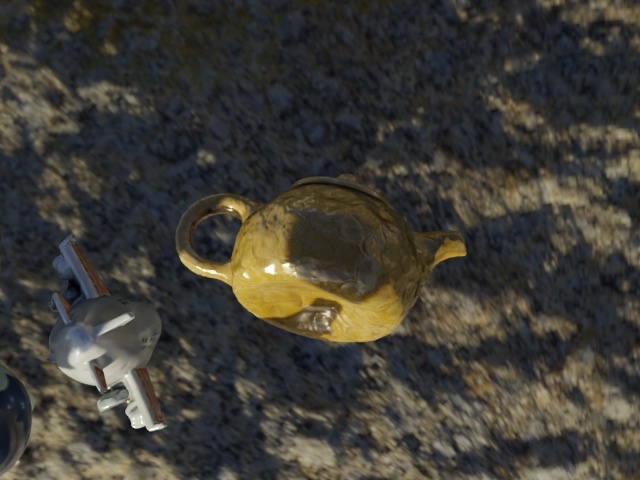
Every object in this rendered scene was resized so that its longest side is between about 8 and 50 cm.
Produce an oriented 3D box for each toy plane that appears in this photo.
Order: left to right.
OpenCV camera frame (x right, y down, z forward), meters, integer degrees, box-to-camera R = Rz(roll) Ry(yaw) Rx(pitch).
[{"bbox_3d":[-0.241,0.109,1.530,0.117,0.245,0.245,-28,70,4],"label":"toy plane"}]

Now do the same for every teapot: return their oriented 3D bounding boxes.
[{"bbox_3d":[0.000,0.000,1.429,0.311,0.203,0.167,9,65,10],"label":"teapot"}]

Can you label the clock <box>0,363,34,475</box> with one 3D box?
[{"bbox_3d":[-0.418,0.205,1.521,0.199,0.243,0.147,-7,86,-29],"label":"clock"}]
